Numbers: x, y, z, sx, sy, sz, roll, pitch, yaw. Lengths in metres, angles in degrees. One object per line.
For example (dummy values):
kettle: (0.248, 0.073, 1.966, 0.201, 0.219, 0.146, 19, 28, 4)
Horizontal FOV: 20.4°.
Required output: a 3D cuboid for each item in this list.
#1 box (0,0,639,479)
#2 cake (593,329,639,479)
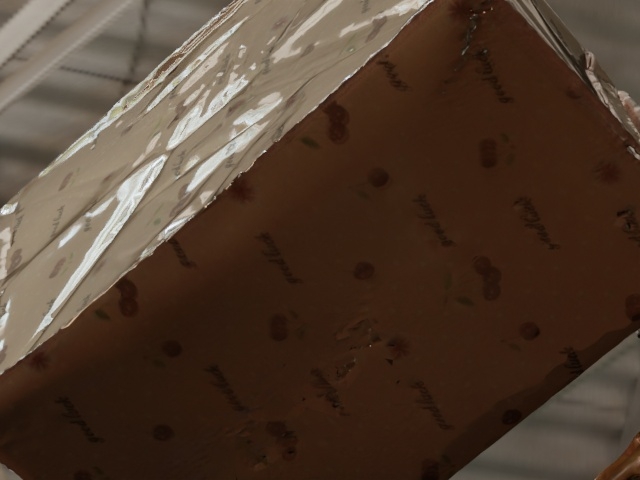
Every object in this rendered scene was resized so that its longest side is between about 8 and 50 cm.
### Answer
box: (0.000, 0.000, 0.836, 0.297, 0.225, 0.190, -42, -68, 14)
cake: (0.212, 0.172, 0.833, 0.332, 0.332, 0.321, 13, -119, 6)
